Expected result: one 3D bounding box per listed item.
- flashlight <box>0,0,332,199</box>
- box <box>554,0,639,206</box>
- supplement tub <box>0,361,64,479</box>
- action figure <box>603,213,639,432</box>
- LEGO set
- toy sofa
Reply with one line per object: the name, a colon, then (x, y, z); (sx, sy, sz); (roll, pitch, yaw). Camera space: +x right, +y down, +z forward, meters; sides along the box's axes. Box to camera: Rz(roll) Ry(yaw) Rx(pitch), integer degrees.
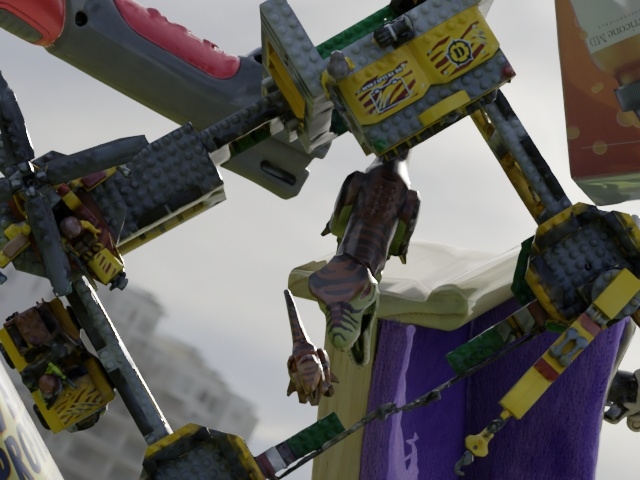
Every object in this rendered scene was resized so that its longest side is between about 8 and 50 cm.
flashlight: (-0.124, -0.148, 1.303); (0.304, 0.103, 0.103); (27, 25, -24)
box: (0.204, -0.115, 1.077); (0.130, 0.170, 0.091); (-7, -10, 16)
supplement tub: (-0.289, 0.110, 1.086); (0.228, 0.228, 0.316); (-1, -63, 64)
action figure: (0.200, 0.079, 1.327); (0.276, 0.164, 0.141); (23, 27, -15)
LEGO set: (0.000, 0.000, 0.881); (0.192, 0.331, 0.255); (99, -31, -83)
toy sofa: (0.073, 0.185, 1.183); (0.177, 0.362, 0.150); (12, 15, 25)
